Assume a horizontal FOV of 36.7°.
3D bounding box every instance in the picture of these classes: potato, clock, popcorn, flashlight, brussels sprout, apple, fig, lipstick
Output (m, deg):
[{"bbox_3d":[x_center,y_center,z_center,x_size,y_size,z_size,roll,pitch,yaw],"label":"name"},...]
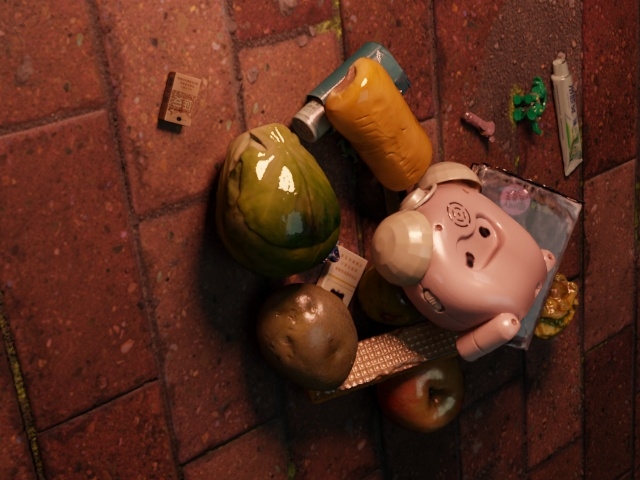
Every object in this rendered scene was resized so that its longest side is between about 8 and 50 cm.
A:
[{"bbox_3d":[-0.022,0.185,1.838,0.178,0.160,0.235,-21,110,10],"label":"potato"},{"bbox_3d":[0.277,0.027,1.911,0.326,0.184,0.342,44,40,-2],"label":"clock"},{"bbox_3d":[0.522,0.133,2.288,0.198,0.197,0.155,-22,145,-35],"label":"popcorn"},{"bbox_3d":[0.347,-0.255,2.123,0.110,0.031,0.052,23,63,-39],"label":"flashlight"},{"bbox_3d":[-0.081,-0.066,1.696,0.219,0.210,0.271,-23,101,-40],"label":"brussels sprout"},{"bbox_3d":[0.211,0.307,2.083,0.209,0.164,0.209,-7,106,-27],"label":"apple"},{"bbox_3d":[0.162,0.082,1.985,0.148,0.142,0.186,24,72,-26],"label":"fig"},{"bbox_3d":[0.147,-0.130,1.972,0.051,0.051,0.312,-31,123,-35],"label":"lipstick"}]

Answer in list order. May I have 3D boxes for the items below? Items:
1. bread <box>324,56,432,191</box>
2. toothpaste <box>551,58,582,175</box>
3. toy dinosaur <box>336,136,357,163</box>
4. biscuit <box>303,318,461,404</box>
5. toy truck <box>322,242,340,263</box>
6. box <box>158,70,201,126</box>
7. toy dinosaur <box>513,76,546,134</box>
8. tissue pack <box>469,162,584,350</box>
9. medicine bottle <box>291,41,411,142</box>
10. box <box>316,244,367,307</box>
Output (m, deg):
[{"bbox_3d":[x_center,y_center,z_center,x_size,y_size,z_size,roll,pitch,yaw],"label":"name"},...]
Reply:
[{"bbox_3d":[0.121,-0.207,1.803,0.142,0.091,0.305,-51,139,-5],"label":"bread"},{"bbox_3d":[0.592,-0.296,2.317,0.075,0.048,0.297,-40,129,-29],"label":"toothpaste"},{"bbox_3d":[0.067,-0.186,1.904,0.083,0.021,0.062,-37,113,-22],"label":"toy dinosaur"},{"bbox_3d":[0.140,0.232,1.967,0.379,0.054,0.094,-18,72,-13],"label":"biscuit"},{"bbox_3d":[0.000,0.000,1.883,0.073,0.056,0.090,-5,93,-45],"label":"toy truck"},{"bbox_3d":[-0.236,-0.237,1.621,0.053,0.024,0.083,9,95,-42],"label":"box"},{"bbox_3d":[0.493,-0.307,2.221,0.096,0.059,0.132,-22,108,-41],"label":"toy dinosaur"},{"bbox_3d":[0.394,0.036,2.128,0.259,0.122,0.361,22,89,-10],"label":"tissue pack"},{"bbox_3d":[0.058,-0.274,1.830,0.258,0.079,0.124,-43,131,-24],"label":"medicine bottle"},{"bbox_3d":[0.029,0.100,1.953,0.090,0.024,0.167,29,83,-42],"label":"box"}]
